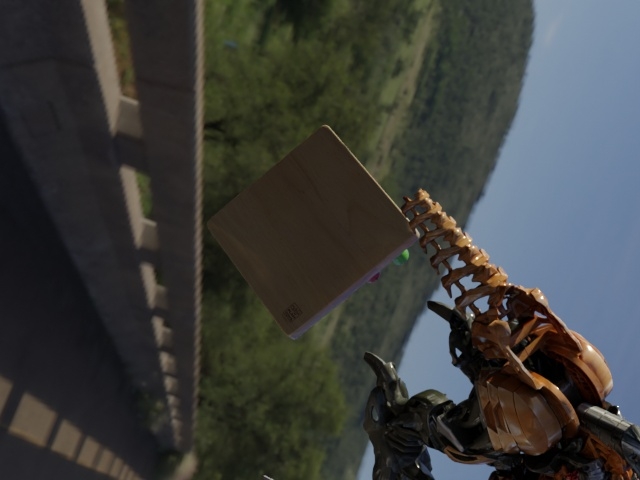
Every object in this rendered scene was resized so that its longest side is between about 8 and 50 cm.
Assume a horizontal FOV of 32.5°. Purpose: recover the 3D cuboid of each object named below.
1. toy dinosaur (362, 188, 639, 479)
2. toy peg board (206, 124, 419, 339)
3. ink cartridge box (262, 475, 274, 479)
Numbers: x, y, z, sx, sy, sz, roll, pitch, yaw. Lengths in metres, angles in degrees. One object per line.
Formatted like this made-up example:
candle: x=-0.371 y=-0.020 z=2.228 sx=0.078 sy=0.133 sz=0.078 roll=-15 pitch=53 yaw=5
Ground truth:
toy dinosaur: x=0.149 y=0.114 z=0.786 sx=0.218 sy=0.164 sz=0.322 roll=-7 pitch=-88 yaw=61
toy peg board: x=0.000 y=0.000 z=1.110 sx=0.160 sy=0.161 sz=0.079 roll=-40 pitch=151 yaw=3
ink cartridge box: x=0.097 y=0.329 z=1.011 sx=0.069 sy=0.176 sz=0.371 roll=-52 pitch=133 yaw=-24
